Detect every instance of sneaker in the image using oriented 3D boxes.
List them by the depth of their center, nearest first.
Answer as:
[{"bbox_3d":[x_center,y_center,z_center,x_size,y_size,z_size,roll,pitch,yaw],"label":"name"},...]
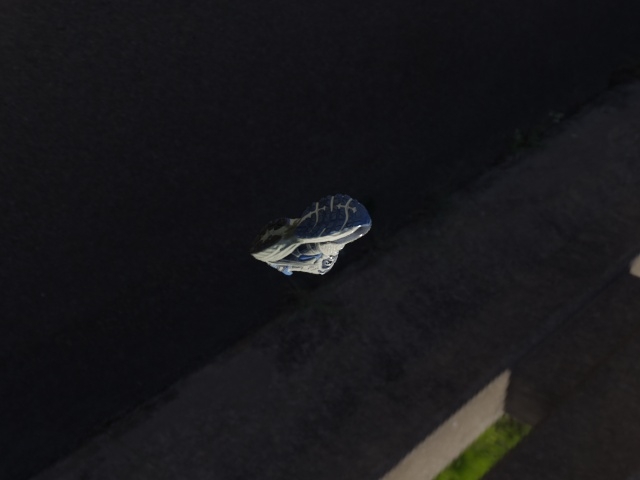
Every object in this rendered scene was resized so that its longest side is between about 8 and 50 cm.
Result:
[{"bbox_3d":[0.000,0.000,0.778,0.058,0.135,0.052,45,51,-28],"label":"sneaker"}]
